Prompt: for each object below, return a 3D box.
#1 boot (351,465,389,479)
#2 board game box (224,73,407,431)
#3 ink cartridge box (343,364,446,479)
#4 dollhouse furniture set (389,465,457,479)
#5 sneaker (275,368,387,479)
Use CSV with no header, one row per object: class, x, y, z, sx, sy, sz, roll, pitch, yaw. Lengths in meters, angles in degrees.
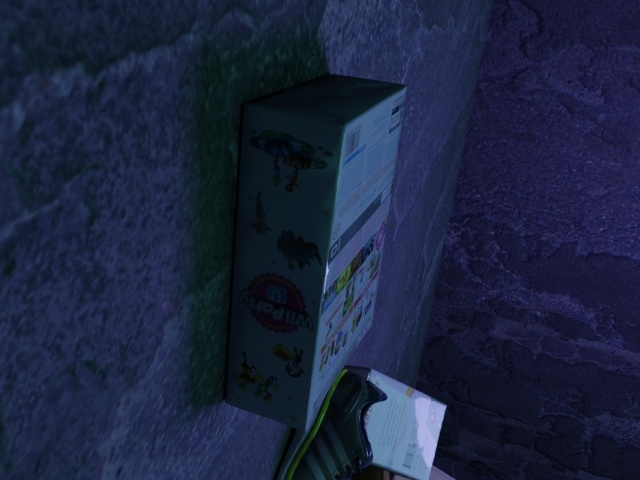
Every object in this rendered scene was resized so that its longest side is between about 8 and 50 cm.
boot,0.084,0.504,1.313,0.089,0.236,0.270,-14,100,-33
board game box,0.000,0.000,0.626,0.224,0.097,0.304,-44,143,-60
ink cartridge box,0.119,0.343,1.138,0.212,0.093,0.154,31,68,-30
dollhouse furniture set,0.213,0.751,1.534,0.394,0.256,0.362,-63,173,34
sneaker,0.011,0.335,0.910,0.111,0.121,0.300,50,57,-70
